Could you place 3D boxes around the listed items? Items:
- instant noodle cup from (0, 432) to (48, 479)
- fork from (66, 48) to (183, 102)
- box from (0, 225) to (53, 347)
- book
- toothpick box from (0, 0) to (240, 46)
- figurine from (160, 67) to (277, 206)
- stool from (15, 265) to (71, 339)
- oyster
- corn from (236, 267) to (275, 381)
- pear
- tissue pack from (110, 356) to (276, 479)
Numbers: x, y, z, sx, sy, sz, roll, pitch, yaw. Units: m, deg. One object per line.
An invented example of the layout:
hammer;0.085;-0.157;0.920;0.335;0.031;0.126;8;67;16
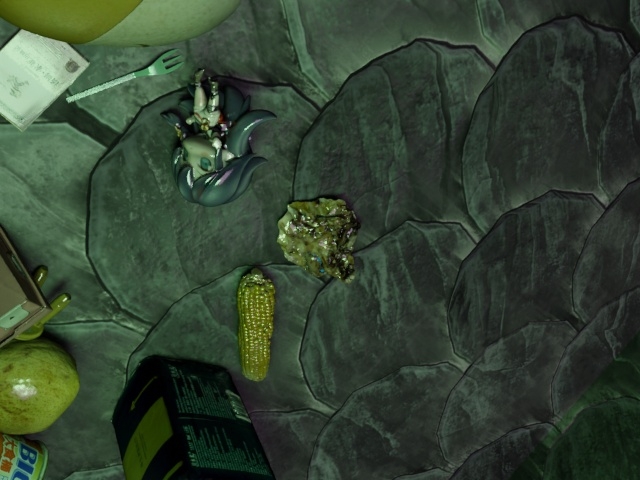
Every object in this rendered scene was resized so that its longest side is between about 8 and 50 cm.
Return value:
instant noodle cup;-0.749;0.491;1.414;0.296;0.296;0.214;-41;119;-1
fork;-0.373;-0.309;1.310;0.235;0.021;0.039;-26;123;-13
box;-0.652;0.106;1.273;0.215;0.215;0.086;-36;162;-5
book;-0.528;-0.302;1.237;0.181;0.014;0.127;-44;128;0
toothpick box;-0.334;-0.493;0.987;0.425;0.409;0.409;-5;119;-19
figurine;-0.206;-0.199;1.371;0.197;0.175;0.265;11;119;-37
stool;-0.591;0.126;1.376;0.135;0.134;0.110;31;107;-27
oyster;0.000;0.000;1.647;0.222;0.083;0.214;-1;114;-20
corn;-0.160;0.213;1.674;0.096;0.097;0.320;-10;123;-23
pear;-0.624;0.295;1.411;0.211;0.188;0.228;30;129;-28
tissue pack;-0.292;0.489;1.553;0.264;0.416;0.253;19;107;-34
